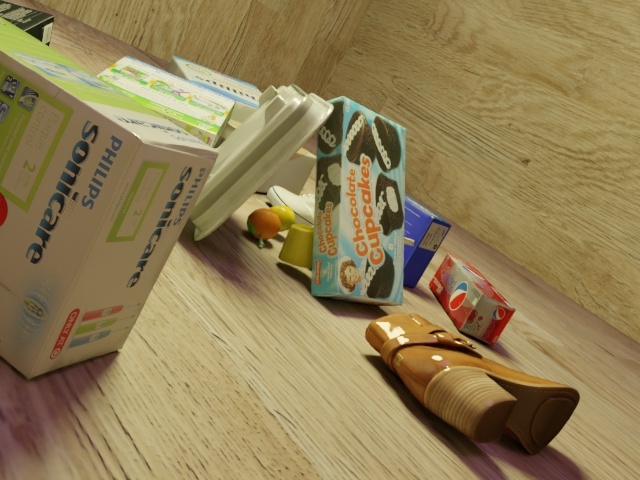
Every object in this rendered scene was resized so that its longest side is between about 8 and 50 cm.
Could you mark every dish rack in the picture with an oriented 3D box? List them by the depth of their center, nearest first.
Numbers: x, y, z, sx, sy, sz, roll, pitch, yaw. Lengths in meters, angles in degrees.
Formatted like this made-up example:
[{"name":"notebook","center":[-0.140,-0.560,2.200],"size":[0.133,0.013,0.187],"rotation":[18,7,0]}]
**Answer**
[{"name":"dish rack","center":[-0.120,-0.152,1.059],"size":[0.072,0.285,0.333],"rotation":[44,7,-17]}]

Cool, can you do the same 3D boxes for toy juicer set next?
[{"name":"toy juicer set","center":[0.000,0.000,1.217],"size":[0.209,0.089,0.329],"rotation":[22,14,38]}]

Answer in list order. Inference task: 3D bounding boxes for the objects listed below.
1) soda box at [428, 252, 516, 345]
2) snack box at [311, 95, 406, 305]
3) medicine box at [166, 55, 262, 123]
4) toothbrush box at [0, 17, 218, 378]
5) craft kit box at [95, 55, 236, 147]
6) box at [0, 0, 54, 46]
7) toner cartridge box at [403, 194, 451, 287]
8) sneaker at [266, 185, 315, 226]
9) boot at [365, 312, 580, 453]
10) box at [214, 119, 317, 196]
[{"name":"soda box","center":[0.314,0.119,1.384],"size":[0.084,0.092,0.263],"rotation":[26,13,-11]},{"name":"snack box","center":[0.070,-0.057,1.094],"size":[0.060,0.321,0.187],"rotation":[-6,-13,40]},{"name":"medicine box","center":[-0.283,-0.361,1.781],"size":[0.264,0.149,0.289],"rotation":[14,21,-30]},{"name":"toothbrush box","center":[-0.263,-0.056,0.551],"size":[0.283,0.206,0.122],"rotation":[33,12,14]},{"name":"craft kit box","center":[-0.306,-0.269,1.280],"size":[0.250,0.060,0.246],"rotation":[21,23,-8]},{"name":"box","center":[-0.572,-0.332,1.065],"size":[0.184,0.103,0.261],"rotation":[16,24,-12]},{"name":"toner cartridge box","center":[0.125,-0.052,1.491],"size":[0.075,0.165,0.348],"rotation":[19,16,-43]},{"name":"sneaker","center":[-0.003,-0.063,1.418],"size":[0.258,0.091,0.094],"rotation":[34,13,22]},{"name":"boot","center":[0.208,0.189,0.899],"size":[0.284,0.109,0.220],"rotation":[8,19,-40]},{"name":"box","center":[-0.150,-0.195,1.555],"size":[0.148,0.121,0.311],"rotation":[33,13,20]}]
